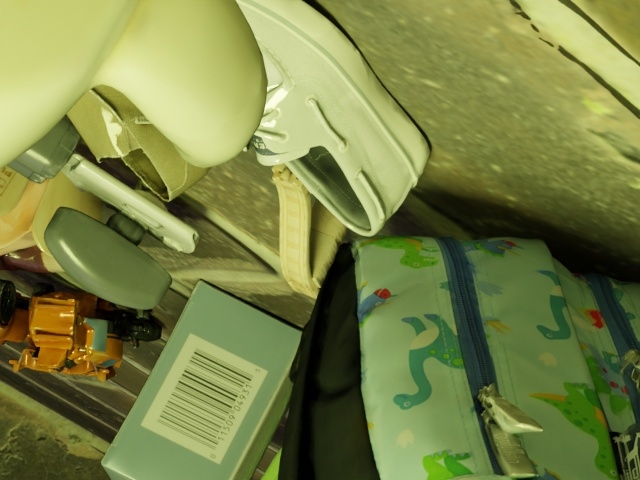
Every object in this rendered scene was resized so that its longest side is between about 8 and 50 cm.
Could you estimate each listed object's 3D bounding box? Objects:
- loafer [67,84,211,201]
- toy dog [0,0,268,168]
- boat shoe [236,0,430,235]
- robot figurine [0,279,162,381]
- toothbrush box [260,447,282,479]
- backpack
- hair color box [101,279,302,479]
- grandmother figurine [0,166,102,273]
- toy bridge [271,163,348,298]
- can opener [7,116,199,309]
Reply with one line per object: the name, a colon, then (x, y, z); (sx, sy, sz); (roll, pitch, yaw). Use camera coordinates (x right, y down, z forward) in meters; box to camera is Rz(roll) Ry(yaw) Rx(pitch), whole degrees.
loafer: (-0.126, -0.075, 0.861); (0.148, 0.050, 0.056); (34, 162, -23)
toy dog: (-0.240, -0.146, 0.532); (0.395, 0.285, 0.408); (16, 173, -32)
boat shoe: (-0.014, -0.065, 0.696); (0.066, 0.063, 0.184); (14, 159, 38)
robot figurine: (-0.282, 0.093, 1.435); (0.211, 0.085, 0.291); (5, 172, 7)
toothbrush box: (0.062, 0.313, 1.406); (0.283, 0.206, 0.122); (22, 165, 43)
backpack: (0.080, 0.152, 0.719); (0.355, 0.273, 0.290); (-115, 19, -52)
hair color box: (-0.111, 0.187, 1.387); (0.113, 0.185, 0.374); (26, 163, 5)
grandmother figurine: (-0.299, -0.019, 1.217); (0.208, 0.104, 0.342); (41, 158, -14)
toy bridge: (0.000, 0.000, 0.871); (0.026, 0.063, 0.188); (20, 163, 21)
can opener: (-0.206, -0.056, 0.990); (0.280, 0.093, 0.074); (37, 162, -16)
